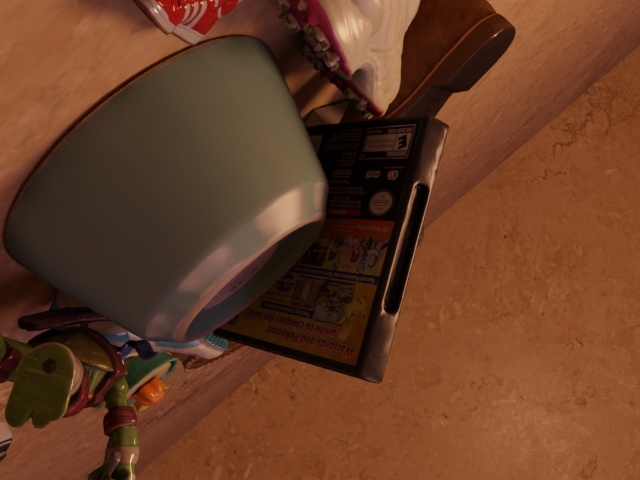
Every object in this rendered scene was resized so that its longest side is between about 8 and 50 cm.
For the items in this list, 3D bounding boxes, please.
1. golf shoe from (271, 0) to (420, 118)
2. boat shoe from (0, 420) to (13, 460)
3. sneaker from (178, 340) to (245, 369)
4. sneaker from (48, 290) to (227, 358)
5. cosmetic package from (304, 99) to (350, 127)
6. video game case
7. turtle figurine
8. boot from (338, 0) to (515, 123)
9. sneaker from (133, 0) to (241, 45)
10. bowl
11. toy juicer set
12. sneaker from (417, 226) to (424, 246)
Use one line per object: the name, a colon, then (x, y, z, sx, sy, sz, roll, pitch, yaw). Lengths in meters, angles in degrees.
golf shoe: (0.049, -0.203, 0.816, 0.140, 0.115, 0.306, -45, 171, 2)
boat shoe: (-0.507, 0.363, 1.168, 0.301, 0.102, 0.108, -41, 170, 1)
sneaker: (-0.082, 0.040, 1.170, 0.282, 0.153, 0.099, -26, 162, -9)
sneaker: (-0.203, 0.091, 1.025, 0.092, 0.087, 0.229, -41, 136, 21)
cosmetic package: (0.049, -0.120, 1.206, 0.127, 0.107, 0.238, -48, 165, 31)
video game case: (0.000, 0.000, 0.912, 0.275, 0.035, 0.248, 5, -103, 55)
turtle figurine: (-0.272, 0.172, 0.819, 0.275, 0.197, 0.266, -32, 162, -8)
boot: (0.072, -0.167, 1.017, 0.305, 0.115, 0.112, -44, 165, 15)
sneaker: (-0.087, -0.172, 0.606, 0.067, 0.042, 0.118, -39, 179, 10)
bowl: (-0.112, -0.022, 0.830, 0.311, 0.163, 0.311, -41, 171, -8)
toy juicer set: (-0.266, 0.207, 1.461, 0.209, 0.089, 0.329, -41, 170, -2)
sneaker: (0.028, -0.021, 1.321, 0.276, 0.097, 0.135, -5, -159, 25)
